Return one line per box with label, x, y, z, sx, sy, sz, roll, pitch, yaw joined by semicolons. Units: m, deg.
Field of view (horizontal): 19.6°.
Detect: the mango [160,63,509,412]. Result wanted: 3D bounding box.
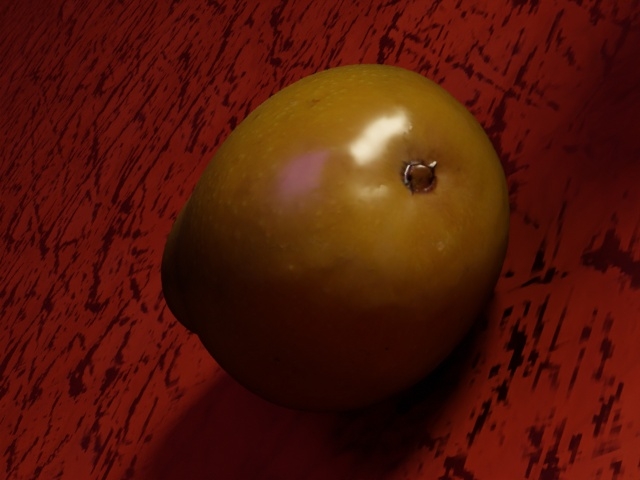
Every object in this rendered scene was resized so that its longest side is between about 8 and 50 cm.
mango;0.000;0.000;0.549;0.102;0.085;0.184;-58;9;-10
